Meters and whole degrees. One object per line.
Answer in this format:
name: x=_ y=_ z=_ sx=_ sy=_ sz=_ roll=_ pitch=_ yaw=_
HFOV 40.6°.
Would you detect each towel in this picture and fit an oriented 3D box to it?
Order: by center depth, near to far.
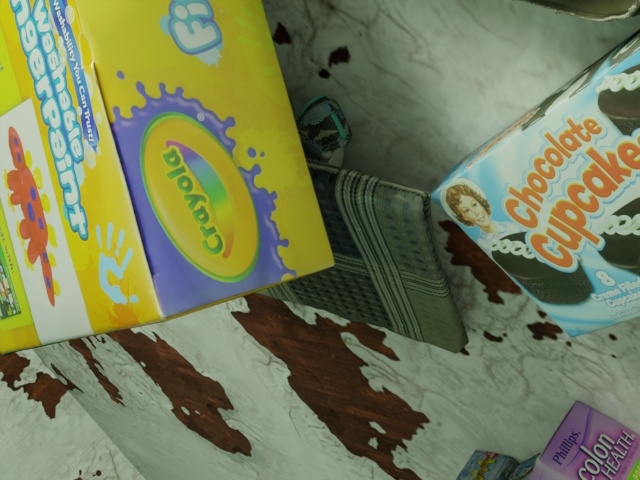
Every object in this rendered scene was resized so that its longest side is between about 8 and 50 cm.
towel: x=0.000 y=0.000 z=0.932 sx=0.312 sy=0.056 sz=0.324 roll=15 pitch=155 yaw=24

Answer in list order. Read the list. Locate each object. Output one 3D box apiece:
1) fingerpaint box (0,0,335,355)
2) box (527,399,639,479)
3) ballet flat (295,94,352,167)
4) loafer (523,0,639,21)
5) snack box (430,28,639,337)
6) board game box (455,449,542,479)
fingerpaint box: x=-0.207 y=-0.146 z=0.747 sx=0.371 sy=0.163 sz=0.445 roll=-17 pitch=89 yaw=53
box: x=0.326 y=0.333 z=0.922 sx=0.243 sy=0.117 sz=0.214 roll=29 pitch=129 yaw=22
ballet flat: x=-0.017 y=-0.076 z=0.902 sx=0.070 sy=0.070 sz=0.188 roll=41 pitch=153 yaw=2
loafer: x=0.106 y=-0.198 z=0.567 sx=0.251 sy=0.087 sz=0.094 roll=28 pitch=148 yaw=25
snack box: x=0.237 y=-0.040 z=0.648 sx=0.187 sy=0.060 sz=0.322 roll=45 pitch=152 yaw=-3
board game box: x=0.280 y=0.341 z=1.113 sx=0.194 sy=0.060 sz=0.194 roll=37 pitch=151 yaw=8
